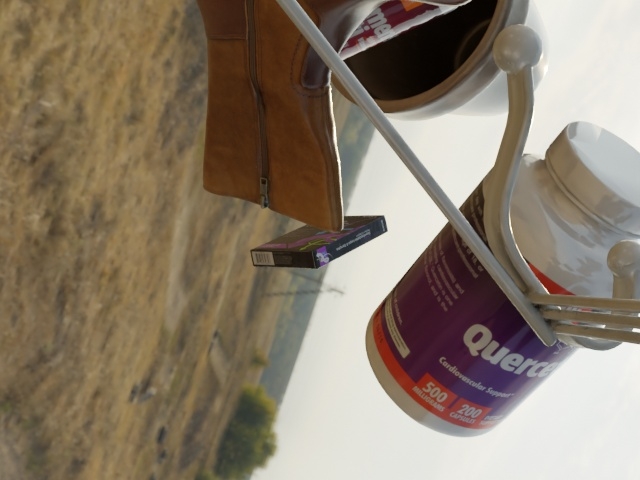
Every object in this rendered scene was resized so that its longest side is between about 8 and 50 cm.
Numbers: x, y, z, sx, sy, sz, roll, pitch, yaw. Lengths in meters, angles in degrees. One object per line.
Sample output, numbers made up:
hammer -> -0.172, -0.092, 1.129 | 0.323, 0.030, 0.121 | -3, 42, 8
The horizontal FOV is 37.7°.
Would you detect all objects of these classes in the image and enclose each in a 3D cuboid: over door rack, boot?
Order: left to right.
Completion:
boot -> 0.002, -0.126, 0.768 | 0.096, 0.264, 0.280 | -45, 143, -52
over door rack -> 0.073, -0.074, 0.274 | 0.108, 0.324, 0.239 | -56, -161, -15

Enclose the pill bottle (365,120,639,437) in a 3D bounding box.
pill bottle -> 0.194, 0.041, 0.934 | 0.323, 0.181, 0.181 | -55, -170, 35

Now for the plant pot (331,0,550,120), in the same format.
plant pot -> 0.163, -0.252, 1.146 | 0.229, 0.263, 0.263 | 16, 93, -51

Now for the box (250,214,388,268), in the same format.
box -> 0.000, 0.000, 1.287 | 0.162, 0.116, 0.029 | -25, 108, -46

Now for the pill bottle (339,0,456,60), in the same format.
pill bottle -> 0.058, -0.248, 0.859 | 0.121, 0.221, 0.121 | 57, 20, -34
